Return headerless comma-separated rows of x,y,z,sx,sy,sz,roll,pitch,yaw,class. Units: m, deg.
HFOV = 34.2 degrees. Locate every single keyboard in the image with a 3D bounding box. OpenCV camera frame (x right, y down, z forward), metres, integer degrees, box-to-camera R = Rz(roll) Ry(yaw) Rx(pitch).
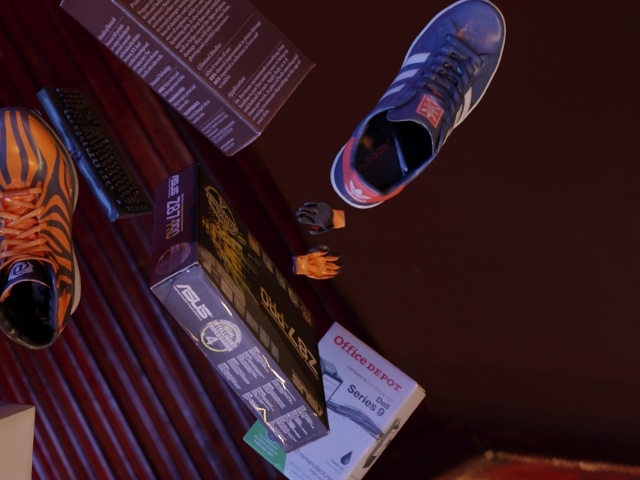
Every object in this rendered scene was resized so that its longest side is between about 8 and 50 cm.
-0.464,-0.174,2.040,0.033,0.317,0.201,-42,164,33,keyboard

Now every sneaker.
-0.377,-0.008,1.359,0.125,0.321,0.180,-10,-161,-4,sneaker
0.151,-0.190,1.440,0.350,0.131,0.148,-56,-173,-1,sneaker

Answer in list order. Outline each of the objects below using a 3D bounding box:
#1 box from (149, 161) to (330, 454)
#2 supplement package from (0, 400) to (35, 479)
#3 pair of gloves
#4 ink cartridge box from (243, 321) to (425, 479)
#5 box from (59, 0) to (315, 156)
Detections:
-0.129,0.105,1.689,0.097,0.318,0.395,-27,120,13,box
-0.457,0.282,1.192,0.203,0.194,0.149,6,-176,16,supplement package
0.000,0.000,1.112,0.074,0.083,0.010,5,175,-44,pair of gloves
0.029,0.332,1.979,0.289,0.211,0.121,-52,159,-6,ink cartridge box
-0.218,-0.342,1.735,0.143,0.381,0.191,-24,-153,57,box
